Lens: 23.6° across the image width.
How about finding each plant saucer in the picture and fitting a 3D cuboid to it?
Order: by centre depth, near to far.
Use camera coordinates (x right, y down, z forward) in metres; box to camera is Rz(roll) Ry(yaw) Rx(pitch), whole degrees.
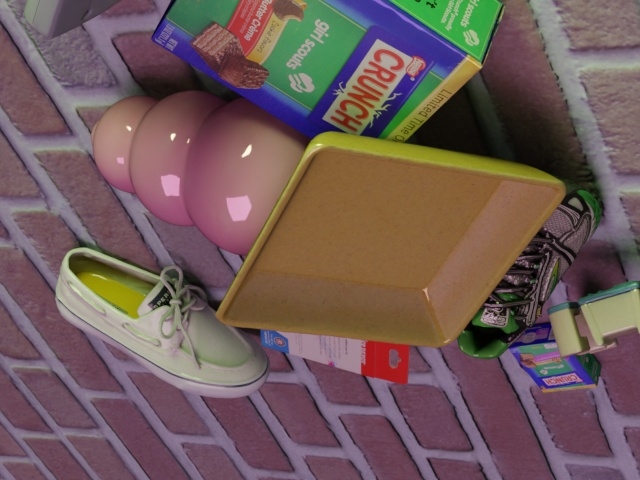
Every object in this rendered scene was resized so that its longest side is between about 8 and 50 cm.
[{"bbox_3d":[0.074,-0.010,1.838,0.332,0.081,0.333,8,138,-23],"label":"plant saucer"}]

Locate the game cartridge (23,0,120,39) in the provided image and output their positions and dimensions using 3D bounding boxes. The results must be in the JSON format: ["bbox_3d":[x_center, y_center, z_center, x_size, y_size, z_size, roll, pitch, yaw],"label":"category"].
[{"bbox_3d":[-0.191,-0.336,1.609,0.060,0.294,0.196,40,144,9],"label":"game cartridge"}]

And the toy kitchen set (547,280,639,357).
[{"bbox_3d":[0.401,0.064,1.961,0.207,0.122,0.166,-19,170,25],"label":"toy kitchen set"}]

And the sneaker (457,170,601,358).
[{"bbox_3d":[0.261,0.039,1.952,0.134,0.146,0.343,20,144,5],"label":"sneaker"}]

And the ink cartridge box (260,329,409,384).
[{"bbox_3d":[0.030,0.120,2.244,0.231,0.078,0.134,15,144,12],"label":"ink cartridge box"}]

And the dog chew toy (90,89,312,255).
[{"bbox_3d":[-0.150,-0.102,1.972,0.331,0.207,0.207,16,145,25],"label":"dog chew toy"}]

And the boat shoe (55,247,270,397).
[{"bbox_3d":[-0.239,0.107,2.351,0.367,0.136,0.156,28,142,11],"label":"boat shoe"}]

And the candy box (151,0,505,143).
[{"bbox_3d":[0.005,-0.249,1.748,0.317,0.122,0.268,30,144,-12],"label":"candy box"}]

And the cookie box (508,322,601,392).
[{"bbox_3d":[0.332,0.166,2.163,0.092,0.040,0.107,-12,132,38],"label":"cookie box"}]
